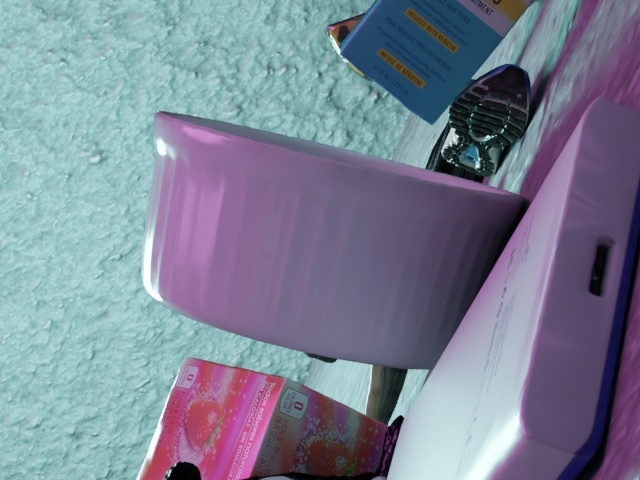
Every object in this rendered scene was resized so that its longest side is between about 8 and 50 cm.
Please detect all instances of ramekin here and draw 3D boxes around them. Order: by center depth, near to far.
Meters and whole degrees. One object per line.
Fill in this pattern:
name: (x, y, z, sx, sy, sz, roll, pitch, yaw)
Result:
ramekin: (0.000, 0.000, 1.154, 0.277, 0.277, 0.135, -88, 11, -85)

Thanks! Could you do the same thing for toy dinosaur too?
toy dinosaur: (0.047, 0.068, 1.338, 0.064, 0.118, 0.268, -136, 64, -70)

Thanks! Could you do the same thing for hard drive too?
hard drive: (0.088, 0.101, 0.845, 0.319, 0.040, 0.210, 113, 177, -52)

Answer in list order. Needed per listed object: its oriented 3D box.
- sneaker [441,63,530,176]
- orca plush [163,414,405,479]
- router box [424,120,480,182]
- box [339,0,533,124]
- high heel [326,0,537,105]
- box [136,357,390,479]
sneaker: (0.144, -0.116, 1.331, 0.162, 0.063, 0.073, 116, 178, -71)
orca plush: (-0.054, 0.171, 1.050, 0.287, 0.102, 0.151, -23, -31, -35)
router box: (0.115, -0.033, 1.501, 0.133, 0.046, 0.179, 113, 177, -69)
box: (0.128, -0.219, 1.268, 0.244, 0.100, 0.060, -51, 7, 12)
high heel: (0.126, -0.267, 1.537, 0.093, 0.186, 0.261, -88, 18, -85)
box: (-0.063, 0.258, 1.191, 0.142, 0.154, 0.300, 5, 70, 52)
